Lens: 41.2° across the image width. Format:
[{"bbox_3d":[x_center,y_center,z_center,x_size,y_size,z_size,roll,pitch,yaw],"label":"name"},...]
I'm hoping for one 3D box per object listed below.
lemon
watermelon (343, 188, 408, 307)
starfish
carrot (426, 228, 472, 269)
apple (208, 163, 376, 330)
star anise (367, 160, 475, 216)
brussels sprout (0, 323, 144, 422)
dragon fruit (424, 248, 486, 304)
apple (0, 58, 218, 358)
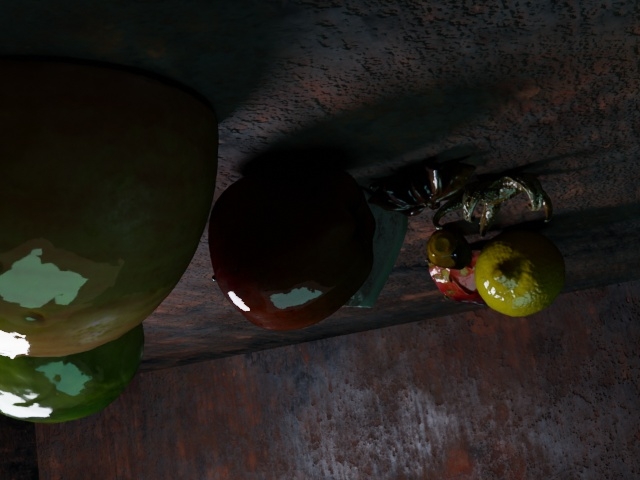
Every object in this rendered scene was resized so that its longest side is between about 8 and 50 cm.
[{"bbox_3d":[0.419,0.068,1.785,0.187,0.186,0.244,-16,172,29],"label":"lemon"},{"bbox_3d":[0.000,0.000,1.360,0.310,0.193,0.232,8,-177,-14],"label":"watermelon"},{"bbox_3d":[0.277,-0.056,1.379,0.190,0.074,0.146,-12,166,14],"label":"starfish"},{"bbox_3d":[0.259,0.020,1.703,0.082,0.082,0.173,-12,167,14],"label":"carrot"},{"bbox_3d":[-0.041,0.007,1.128,0.234,0.233,0.234,-8,168,-2],"label":"apple"},{"bbox_3d":[0.154,-0.075,1.252,0.168,0.057,0.168,-7,168,-2],"label":"star anise"},{"bbox_3d":[-0.447,0.140,1.370,0.344,0.268,0.344,15,135,15],"label":"brussels sprout"},{"bbox_3d":[0.381,0.076,1.933,0.274,0.126,0.161,-1,166,-34],"label":"dragon fruit"},{"bbox_3d":[-0.250,-0.040,0.863,0.309,0.314,0.252,6,-155,-32],"label":"apple"}]
